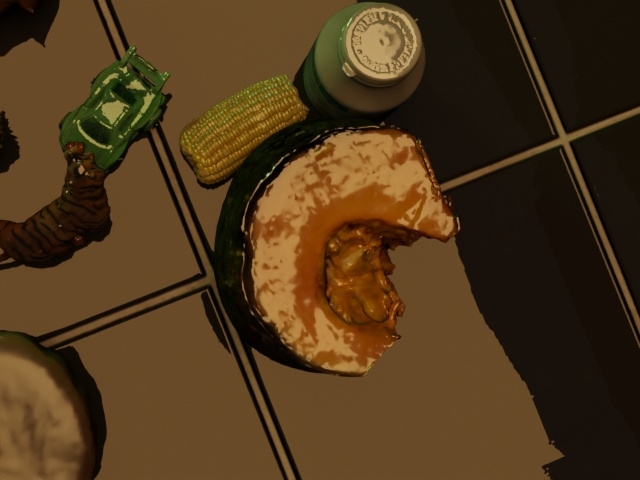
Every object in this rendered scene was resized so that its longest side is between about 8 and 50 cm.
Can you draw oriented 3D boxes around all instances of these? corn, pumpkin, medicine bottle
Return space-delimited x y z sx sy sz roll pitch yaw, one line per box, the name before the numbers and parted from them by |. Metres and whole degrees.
corn | -0.096 -0.141 1.541 0.165 0.063 0.085 -31 81 -11
pumpkin | 0.000 0.000 1.462 0.256 0.225 0.303 37 80 -8
medicine bottle | 0.056 -0.216 1.490 0.135 0.215 0.135 1 86 -7

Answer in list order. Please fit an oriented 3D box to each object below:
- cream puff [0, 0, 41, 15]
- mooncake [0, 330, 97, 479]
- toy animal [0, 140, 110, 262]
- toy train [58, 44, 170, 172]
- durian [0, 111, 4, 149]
cream puff | -0.406 -0.380 1.454 0.269 0.155 0.241 -56 137 -6
mooncake | -0.403 0.235 1.422 0.291 0.161 0.290 0 87 -7
toy animal | -0.343 -0.008 1.467 0.255 0.116 0.114 -36 107 10
toy train | -0.254 -0.159 1.512 0.099 0.081 0.149 39 81 -4
durian | -0.501 -0.138 1.438 0.237 0.193 0.137 -17 68 -24
